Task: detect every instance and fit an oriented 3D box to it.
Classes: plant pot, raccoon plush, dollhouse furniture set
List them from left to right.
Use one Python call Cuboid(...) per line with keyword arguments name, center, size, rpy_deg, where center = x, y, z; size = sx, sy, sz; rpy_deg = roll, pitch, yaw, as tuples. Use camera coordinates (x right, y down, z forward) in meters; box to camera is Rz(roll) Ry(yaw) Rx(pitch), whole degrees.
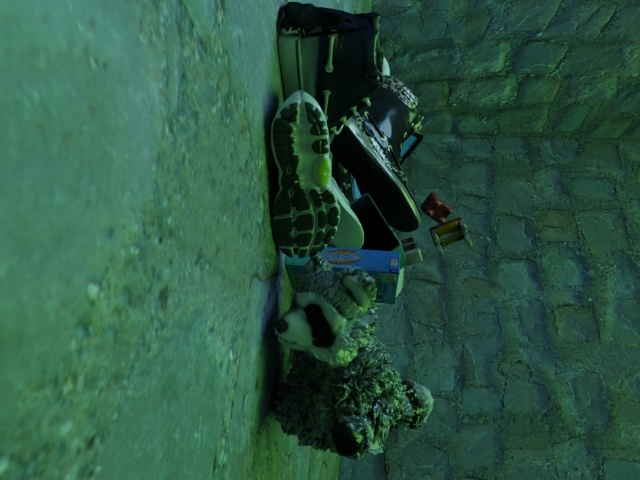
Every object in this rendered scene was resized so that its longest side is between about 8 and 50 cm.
Cuboid(name="raccoon plush", center=(0.078, 0.193, 0.879), size=(0.446, 0.216, 0.300), rpy_deg=(11, 91, -58))
Cuboid(name="plant pot", center=(0.122, 0.028, 1.221), size=(0.166, 0.165, 0.234), rpy_deg=(61, 8, 27))
Cuboid(name="dollhouse furniture set", center=(0.232, -0.034, 1.408), size=(0.152, 0.373, 0.201), rpy_deg=(-87, 154, -66))

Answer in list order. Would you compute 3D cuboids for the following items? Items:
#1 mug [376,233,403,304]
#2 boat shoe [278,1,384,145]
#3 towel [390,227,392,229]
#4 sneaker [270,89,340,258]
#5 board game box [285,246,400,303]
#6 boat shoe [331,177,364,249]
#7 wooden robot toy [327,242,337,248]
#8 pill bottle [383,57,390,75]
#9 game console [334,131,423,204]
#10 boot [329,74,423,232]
Cuboid(name="mug", center=(0.206, 0.115, 2.075), size=(0.374, 0.276, 0.328), rpy_deg=(-44, 147, -28))
Cuboid(name="boat shoe", center=(0.028, -0.232, 0.814), size=(0.341, 0.158, 0.127), rpy_deg=(83, 14, -55))
Cuboid(name="towel", center=(0.147, 0.038, 1.643), size=(0.034, 0.285, 0.209), rpy_deg=(50, 4, 8))
Cuboid(name="sneaker", center=(-0.024, -0.098, 0.749), size=(0.110, 0.106, 0.276), rpy_deg=(-99, -170, -61))
Cuboid(name="board game box", center=(0.047, 0.070, 0.923), size=(0.160, 0.210, 0.047), rpy_deg=(81, 14, -61))
Cuboid(name="boat shoe", center=(0.034, -0.073, 1.046), size=(0.228, 0.079, 0.081), rpy_deg=(57, 21, -33))
Cuboid(name="wooden robot toy", center=(0.000, 0.000, 1.086), size=(0.079, 0.076, 0.174), rpy_deg=(63, 30, -54))
Cuboid(name="pill bottle", center=(0.158, -0.561, 1.608), size=(0.283, 0.160, 0.161), rpy_deg=(-49, 142, -77))
Cuboid(name="game console", center=(0.201, -0.235, 1.511), size=(0.293, 0.173, 0.251), rpy_deg=(9, 71, -42))
Cuboid(name="boot", center=(0.194, -0.239, 1.259), size=(0.138, 0.377, 0.284), rpy_deg=(-21, -156, 54))
